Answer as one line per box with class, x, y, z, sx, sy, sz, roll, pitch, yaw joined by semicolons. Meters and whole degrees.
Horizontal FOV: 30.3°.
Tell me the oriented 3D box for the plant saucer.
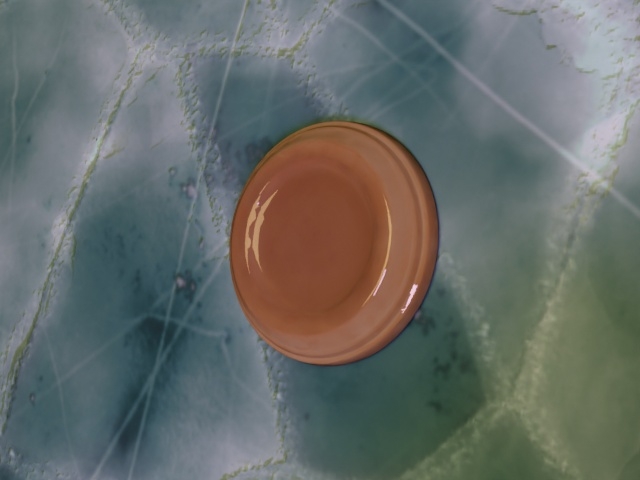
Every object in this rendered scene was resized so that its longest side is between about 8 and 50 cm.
plant saucer;0.000;0.000;0.947;0.200;0.037;0.200;-5;81;35
